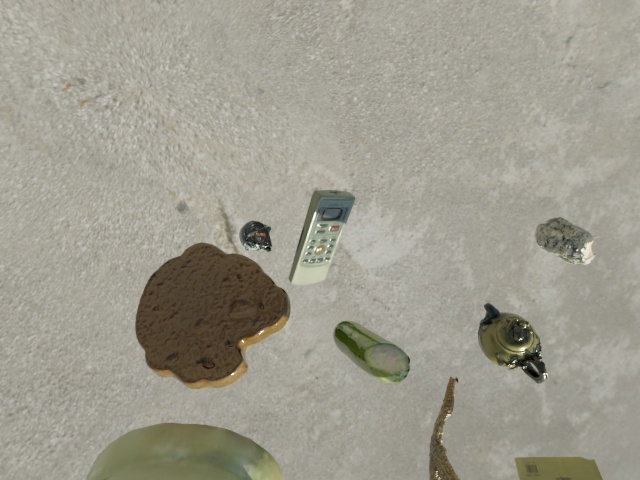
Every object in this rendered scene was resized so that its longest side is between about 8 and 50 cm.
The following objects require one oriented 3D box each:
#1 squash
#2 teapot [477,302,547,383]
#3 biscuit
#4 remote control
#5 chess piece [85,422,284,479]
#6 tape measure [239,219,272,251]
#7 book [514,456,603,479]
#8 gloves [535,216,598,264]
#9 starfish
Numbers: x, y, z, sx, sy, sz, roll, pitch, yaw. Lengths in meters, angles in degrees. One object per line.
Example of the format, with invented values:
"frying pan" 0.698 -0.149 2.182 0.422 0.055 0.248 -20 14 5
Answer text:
"squash" 0.081 0.192 0.733 0.069 0.239 0.069 -1 94 -20
"teapot" 0.591 0.308 1.266 0.173 0.269 0.182 -29 152 -7
"biscuit" -0.259 0.170 0.996 0.382 0.358 0.074 3 153 9
"remote control" 0.000 0.000 1.103 0.124 0.038 0.285 -1 122 -35
"chess piece" -0.152 0.391 0.319 0.234 0.442 0.234 -1 116 -2
"tape measure" -0.185 -0.014 1.188 0.094 0.054 0.091 11 67 -38
"book" 0.519 0.549 0.870 0.168 0.192 0.013 -8 121 15
"gloves" 0.638 -0.001 1.091 0.070 0.153 0.114 -33 126 -11
"starfish" 0.428 0.738 1.398 0.132 0.398 0.383 2 112 2
